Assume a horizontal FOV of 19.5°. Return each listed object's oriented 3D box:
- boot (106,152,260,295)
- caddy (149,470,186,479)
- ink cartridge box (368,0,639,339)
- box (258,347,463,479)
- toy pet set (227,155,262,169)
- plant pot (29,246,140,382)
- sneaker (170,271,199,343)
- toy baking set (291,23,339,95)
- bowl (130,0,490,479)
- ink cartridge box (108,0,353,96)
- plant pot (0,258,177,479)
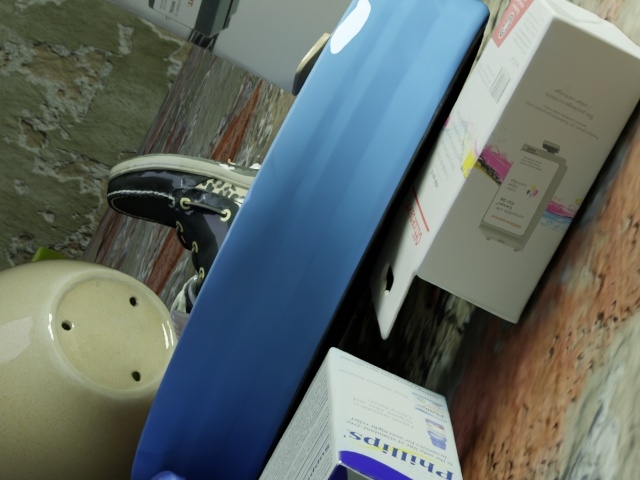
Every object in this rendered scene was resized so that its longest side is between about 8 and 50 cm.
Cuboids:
[{"bbox_3d":[-0.091,0.030,1.482,0.085,0.236,0.178,42,-119,-58],"label":"boot"},{"bbox_3d":[-0.120,0.301,1.061,0.341,0.179,0.241,-65,11,3],"label":"caddy"},{"bbox_3d":[0.100,-0.034,1.024,0.198,0.067,0.115,-62,10,14],"label":"ink cartridge box"},{"bbox_3d":[0.010,0.143,0.936,0.126,0.072,0.137,-62,10,18],"label":"box"},{"bbox_3d":[-0.025,-0.039,1.547,0.114,0.122,0.065,-30,-37,-21],"label":"toy pet set"},{"bbox_3d":[-0.270,0.173,1.995,0.227,0.207,0.228,132,159,-61],"label":"plant pot"},{"bbox_3d":[-0.090,0.075,1.641,0.235,0.095,0.090,124,164,-56],"label":"sneaker"},{"bbox_3d":[0.042,-0.137,1.430,0.196,0.030,0.256,-60,-13,-7],"label":"toy baking set"},{"bbox_3d":[0.000,0.000,1.206,0.391,0.077,0.391,-63,-3,-6],"label":"bowl"},{"bbox_3d":[-0.086,-0.309,1.661,0.166,0.395,0.285,-57,14,31],"label":"ink cartridge box"},{"bbox_3d":[-0.234,0.127,1.757,0.191,0.284,0.284,-45,22,47],"label":"plant pot"}]
